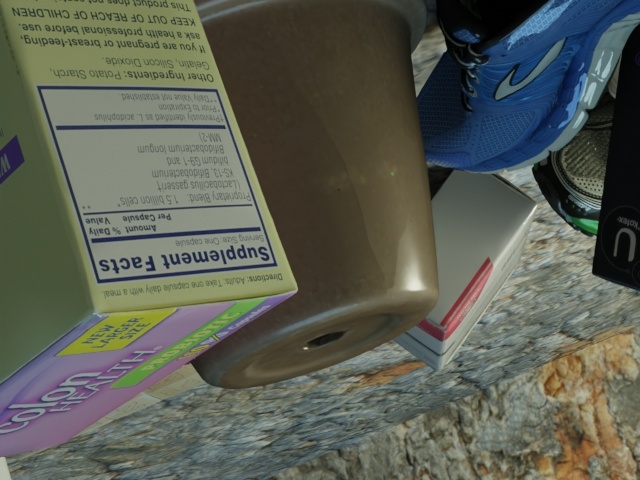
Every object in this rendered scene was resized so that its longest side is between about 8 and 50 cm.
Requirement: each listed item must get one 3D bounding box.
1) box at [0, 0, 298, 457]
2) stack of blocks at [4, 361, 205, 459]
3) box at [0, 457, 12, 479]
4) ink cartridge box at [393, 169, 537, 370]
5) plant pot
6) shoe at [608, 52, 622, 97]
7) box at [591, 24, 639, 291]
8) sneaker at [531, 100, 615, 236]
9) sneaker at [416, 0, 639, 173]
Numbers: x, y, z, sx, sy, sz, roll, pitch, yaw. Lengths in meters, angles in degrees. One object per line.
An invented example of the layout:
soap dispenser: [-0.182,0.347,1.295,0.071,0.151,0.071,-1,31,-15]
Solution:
box: [-0.153,-0.038,0.724,0.117,0.243,0.213,-4,158,-44]
stack of blocks: [-0.138,0.031,1.117,0.297,0.171,0.087,-22,165,6]
box: [-0.484,0.275,1.450,0.345,0.215,0.168,-27,164,26]
ink cartridge box: [0.132,0.029,1.477,0.159,0.092,0.218,-53,167,-10]
plant pot: [-0.031,-0.042,0.890,0.263,0.229,0.263,-19,165,-6]
shoe: [0.269,-0.154,1.191,0.076,0.058,0.219,-21,165,5]
box: [0.303,-0.094,0.997,0.165,0.270,0.143,-5,-164,-40]
sneaker: [0.344,-0.115,1.342,0.343,0.134,0.146,-24,160,-17]
sneaker: [0.123,-0.152,0.948,0.147,0.130,0.330,-1,152,-23]
